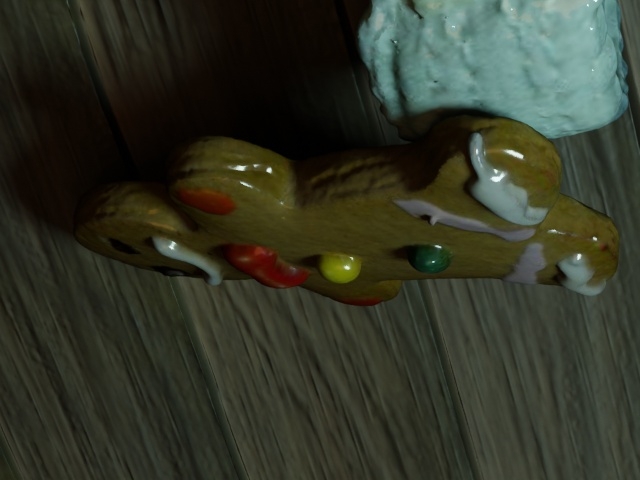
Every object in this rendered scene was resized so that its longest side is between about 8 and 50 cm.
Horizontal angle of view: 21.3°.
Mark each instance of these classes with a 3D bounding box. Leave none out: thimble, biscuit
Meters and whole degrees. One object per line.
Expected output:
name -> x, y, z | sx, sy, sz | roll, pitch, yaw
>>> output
thimble -> 0.119, -0.167, 1.159 | 0.172, 0.250, 0.205 | -5, 90, 11
biscuit -> 0.000, 0.001, 1.264 | 0.432, 0.064, 0.283 | -3, 158, 28
